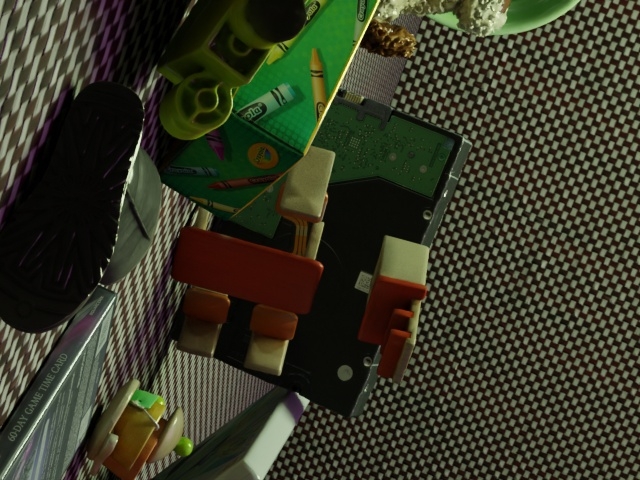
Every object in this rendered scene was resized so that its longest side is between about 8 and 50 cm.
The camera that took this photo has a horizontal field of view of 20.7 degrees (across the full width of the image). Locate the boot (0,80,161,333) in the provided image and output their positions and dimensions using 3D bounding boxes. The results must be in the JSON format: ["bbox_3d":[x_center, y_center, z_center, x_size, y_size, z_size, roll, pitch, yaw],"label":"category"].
[{"bbox_3d":[-0.163,-0.004,1.217,0.190,0.076,0.208,-64,-179,-16],"label":"boot"}]

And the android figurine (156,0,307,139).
[{"bbox_3d":[-0.042,-0.182,1.291,0.248,0.056,0.273,-56,-167,-11],"label":"android figurine"}]

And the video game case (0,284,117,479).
[{"bbox_3d":[-0.242,0.190,1.428,0.274,0.026,0.196,-62,173,-46],"label":"video game case"}]

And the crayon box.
[{"bbox_3d":[-0.028,-0.170,1.535,0.165,0.081,0.278,-37,-155,58],"label":"crayon box"}]

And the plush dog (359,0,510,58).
[{"bbox_3d":[0.086,-0.340,2.035,0.225,0.210,0.262,-41,128,-48],"label":"plush dog"}]

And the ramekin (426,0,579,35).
[{"bbox_3d":[0.222,-0.429,2.236,0.148,0.303,0.303,-74,-177,-58],"label":"ramekin"}]

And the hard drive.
[{"bbox_3d":[0.000,0.000,1.973,0.339,0.236,0.064,-69,165,4],"label":"hard drive"}]

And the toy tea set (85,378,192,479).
[{"bbox_3d":[-0.183,0.254,1.616,0.200,0.124,0.336,-57,-176,41],"label":"toy tea set"}]

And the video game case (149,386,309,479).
[{"bbox_3d":[-0.153,0.283,1.960,0.300,0.036,0.329,-37,-177,16],"label":"video game case"}]

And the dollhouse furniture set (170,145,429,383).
[{"bbox_3d":[-0.025,0.044,1.801,0.262,0.259,0.135,105,-1,-47],"label":"dollhouse furniture set"}]
